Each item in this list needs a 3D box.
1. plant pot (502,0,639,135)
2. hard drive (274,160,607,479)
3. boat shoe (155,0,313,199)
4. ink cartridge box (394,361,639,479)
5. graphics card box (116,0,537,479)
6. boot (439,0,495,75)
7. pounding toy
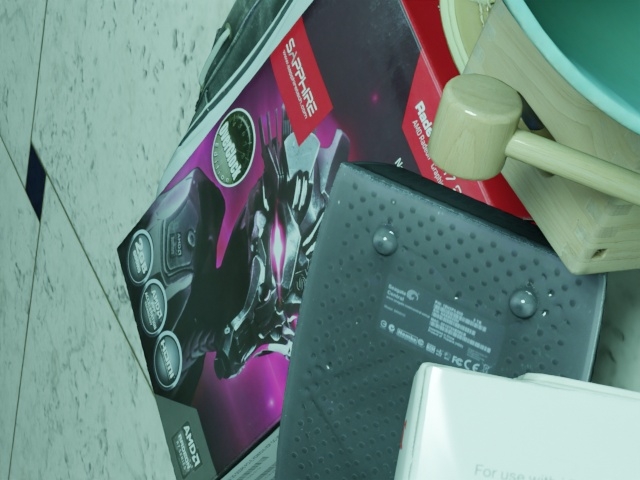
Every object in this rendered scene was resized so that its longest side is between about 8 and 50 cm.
[{"bbox_3d":[0.148,-0.204,0.468,0.235,0.293,0.293,-116,32,-60],"label":"plant pot"},{"bbox_3d":[0.064,0.091,0.727,0.172,0.054,0.255,25,121,25],"label":"hard drive"},{"bbox_3d":[-0.034,-0.121,1.020,0.335,0.121,0.119,-48,43,41],"label":"boat shoe"},{"bbox_3d":[0.113,0.198,0.535,0.198,0.197,0.270,65,-146,-82],"label":"ink cartridge box"},{"bbox_3d":[0.000,0.000,0.889,0.371,0.094,0.233,-46,52,40],"label":"graphics card box"},{"bbox_3d":[0.136,-0.174,0.702,0.165,0.077,0.213,-22,71,60],"label":"boot"},{"bbox_3d":[0.129,-0.035,0.594,0.181,0.206,0.094,62,145,37],"label":"pounding toy"}]
